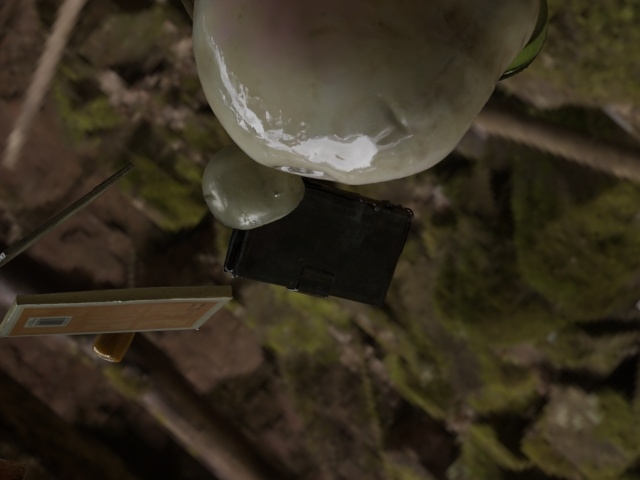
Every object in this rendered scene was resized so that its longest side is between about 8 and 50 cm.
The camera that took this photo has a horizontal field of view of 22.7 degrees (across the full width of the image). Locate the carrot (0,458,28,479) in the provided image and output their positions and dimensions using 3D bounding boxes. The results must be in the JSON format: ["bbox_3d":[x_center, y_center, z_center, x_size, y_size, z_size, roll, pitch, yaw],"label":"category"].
[{"bbox_3d":[-0.462,0.414,2.022,0.100,0.307,0.258,21,-156,-3],"label":"carrot"}]

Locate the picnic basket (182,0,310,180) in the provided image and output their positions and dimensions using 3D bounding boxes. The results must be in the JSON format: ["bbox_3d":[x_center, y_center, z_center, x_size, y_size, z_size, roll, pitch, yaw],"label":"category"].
[{"bbox_3d":[-0.044,-0.276,2.359,0.313,0.175,0.228,54,-176,-32],"label":"picnic basket"}]

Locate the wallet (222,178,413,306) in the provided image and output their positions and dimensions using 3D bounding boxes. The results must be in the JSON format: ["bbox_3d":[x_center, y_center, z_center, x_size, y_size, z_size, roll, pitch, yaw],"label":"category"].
[{"bbox_3d":[-0.001,0.000,2.385,0.317,0.169,0.044,13,-173,-43],"label":"wallet"}]

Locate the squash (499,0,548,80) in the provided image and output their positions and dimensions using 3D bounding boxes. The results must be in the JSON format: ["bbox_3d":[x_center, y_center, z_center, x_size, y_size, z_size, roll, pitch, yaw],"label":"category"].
[{"bbox_3d":[0.229,-0.338,2.259,0.220,0.220,0.133,43,153,14],"label":"squash"}]

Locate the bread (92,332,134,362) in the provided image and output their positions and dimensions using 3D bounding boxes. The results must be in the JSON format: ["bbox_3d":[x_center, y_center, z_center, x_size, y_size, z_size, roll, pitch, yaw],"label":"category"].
[{"bbox_3d":[-0.349,0.161,2.770,0.049,0.103,0.062,13,161,47],"label":"bread"}]

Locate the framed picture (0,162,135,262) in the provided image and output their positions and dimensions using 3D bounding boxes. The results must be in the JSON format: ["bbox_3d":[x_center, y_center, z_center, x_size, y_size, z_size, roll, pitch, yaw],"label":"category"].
[{"bbox_3d":[-0.347,-0.012,1.995,0.010,0.173,0.231,54,-132,-4],"label":"framed picture"}]

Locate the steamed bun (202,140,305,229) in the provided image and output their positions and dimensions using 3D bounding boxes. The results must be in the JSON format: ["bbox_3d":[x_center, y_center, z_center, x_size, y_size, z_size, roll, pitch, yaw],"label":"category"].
[{"bbox_3d":[-0.081,-0.071,1.820,0.130,0.112,0.091,-73,-38,-64],"label":"steamed bun"}]

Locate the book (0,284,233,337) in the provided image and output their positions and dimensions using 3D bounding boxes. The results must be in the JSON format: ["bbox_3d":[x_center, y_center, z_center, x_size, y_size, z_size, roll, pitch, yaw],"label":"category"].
[{"bbox_3d":[-0.236,0.082,1.814,0.241,0.018,0.170,-2,165,-19],"label":"book"}]

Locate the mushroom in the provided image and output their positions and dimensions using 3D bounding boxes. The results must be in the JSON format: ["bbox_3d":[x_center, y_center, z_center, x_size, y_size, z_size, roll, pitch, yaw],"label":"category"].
[{"bbox_3d":[0.065,-0.213,1.617,0.353,0.325,0.353,26,-127,-40],"label":"mushroom"}]
